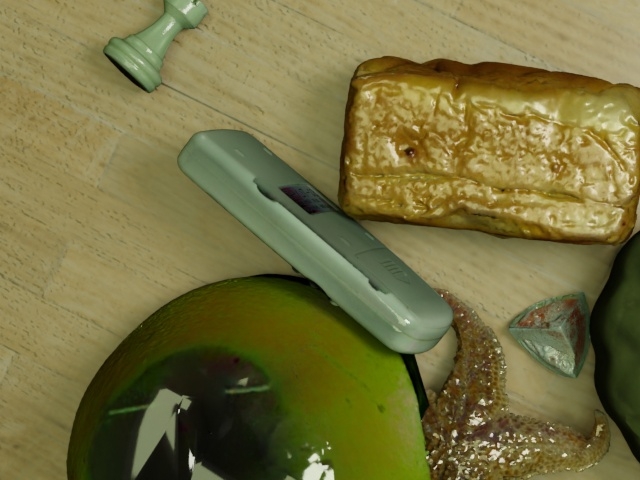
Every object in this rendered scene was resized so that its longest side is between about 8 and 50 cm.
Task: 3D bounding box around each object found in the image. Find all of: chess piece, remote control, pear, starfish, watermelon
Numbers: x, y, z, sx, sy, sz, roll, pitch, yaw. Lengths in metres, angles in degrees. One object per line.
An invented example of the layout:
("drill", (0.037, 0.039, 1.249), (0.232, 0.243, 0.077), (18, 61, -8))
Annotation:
("chess piece", (-0.160, -0.204, 1.564), (0.067, 0.067, 0.103), (41, 85, 3))
("remote control", (0.000, 0.000, 1.495), (0.296, 0.140, 0.056), (41, 107, 13))
("pear", (-0.089, 0.209, 1.447), (0.399, 0.165, 0.398), (-5, 75, 17))
("starfish", (0.112, 0.198, 1.504), (0.299, 0.060, 0.302), (24, 73, 10))
("watermelon", (0.234, 0.095, 1.534), (0.085, 0.061, 0.085), (-1, 82, 8))

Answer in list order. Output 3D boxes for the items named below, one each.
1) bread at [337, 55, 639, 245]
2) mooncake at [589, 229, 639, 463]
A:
("bread", (0.165, -0.087, 1.497), (0.294, 0.132, 0.166), (7, 89, 8))
("mooncake", (0.429, 0.110, 1.460), (0.351, 0.187, 0.351), (0, 90, 2))
